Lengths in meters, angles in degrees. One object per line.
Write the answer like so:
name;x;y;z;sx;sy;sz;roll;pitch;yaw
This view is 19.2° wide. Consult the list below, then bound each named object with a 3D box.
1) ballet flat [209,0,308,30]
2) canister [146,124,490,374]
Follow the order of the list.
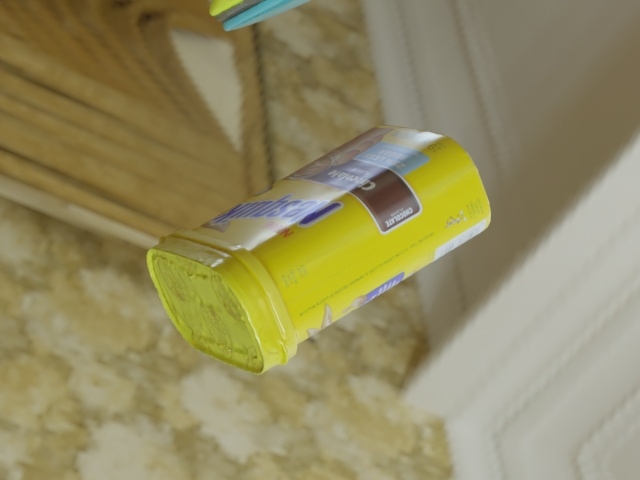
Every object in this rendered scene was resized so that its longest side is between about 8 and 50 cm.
ballet flat;0.028;-0.168;0.912;0.231;0.077;0.077;-15;-82;41
canister;0.000;0.000;1.103;0.170;0.073;0.126;-31;-159;-23
